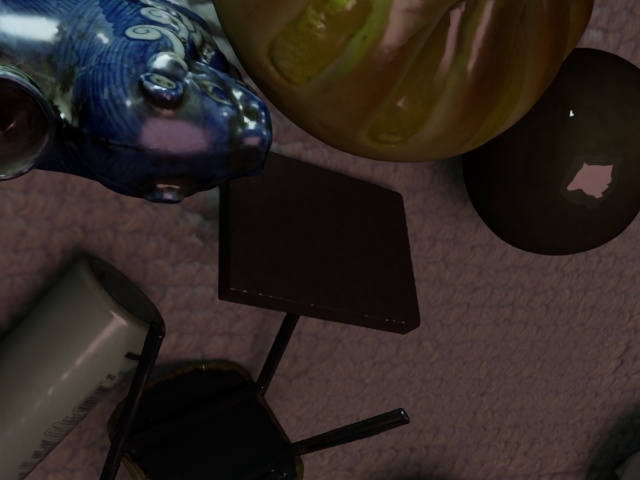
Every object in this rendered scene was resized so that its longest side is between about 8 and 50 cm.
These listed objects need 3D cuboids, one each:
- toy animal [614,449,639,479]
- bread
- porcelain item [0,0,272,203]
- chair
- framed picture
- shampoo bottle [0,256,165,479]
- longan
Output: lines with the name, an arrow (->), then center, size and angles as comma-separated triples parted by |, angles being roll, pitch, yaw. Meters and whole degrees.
toy animal -> 0.509, 0.359, 0.898 | 0.309, 0.251, 0.251 | 26, 100, -39
bread -> 0.073, -0.211, 0.425 | 0.332, 0.160, 0.333 | -10, 106, -36
porcelain item -> -0.175, -0.080, 0.391 | 0.287, 0.186, 0.138 | 3, 116, -27
chair -> -0.077, 0.173, 0.557 | 0.158, 0.172, 0.247 | -15, 155, -48
framed picture -> 0.000, 0.000, 0.554 | 0.168, 0.128, 0.023 | 14, 146, -30
shampoo bottle -> -0.234, 0.132, 0.521 | 0.262, 0.085, 0.085 | -46, 124, 1
longan -> 0.205, -0.075, 0.589 | 0.187, 0.167, 0.168 | -28, 123, -27
